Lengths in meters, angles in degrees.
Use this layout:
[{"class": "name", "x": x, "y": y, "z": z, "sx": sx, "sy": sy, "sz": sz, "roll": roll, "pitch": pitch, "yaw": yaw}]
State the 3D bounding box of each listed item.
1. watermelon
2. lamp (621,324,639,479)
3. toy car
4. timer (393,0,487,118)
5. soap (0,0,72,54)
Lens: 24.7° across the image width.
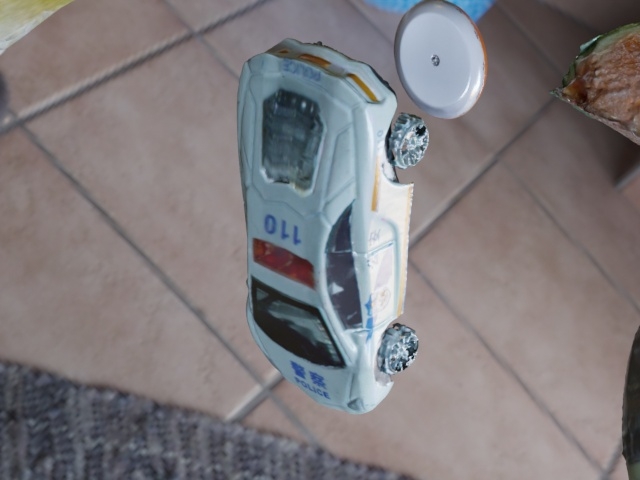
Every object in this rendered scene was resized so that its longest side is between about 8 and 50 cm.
[{"class": "watermelon", "x": 0.287, "y": -0.067, "z": 0.983, "sx": 0.231, "sy": 0.128, "sz": 0.146, "roll": 34, "pitch": -12, "yaw": 39}, {"class": "lamp", "x": 0.313, "y": 0.182, "z": 1.269, "sx": 0.101, "sy": 0.101, "sz": 0.250, "roll": 11, "pitch": 62, "yaw": -41}, {"class": "toy car", "x": 0.000, "y": 0.000, "z": 0.725, "sx": 0.095, "sy": 0.205, "sz": 0.056, "roll": 24, "pitch": 36, "yaw": 35}, {"class": "timer", "x": 0.135, "y": -0.198, "z": 1.580, "sx": 0.136, "sy": 0.099, "sz": 0.136, "roll": -2, "pitch": 90, "yaw": -70}, {"class": "soap", "x": -0.120, "y": -0.167, "z": 0.267, "sx": 0.257, "sy": 0.080, "sz": 0.160, "roll": 61, "pitch": 1, "yaw": 7}]
